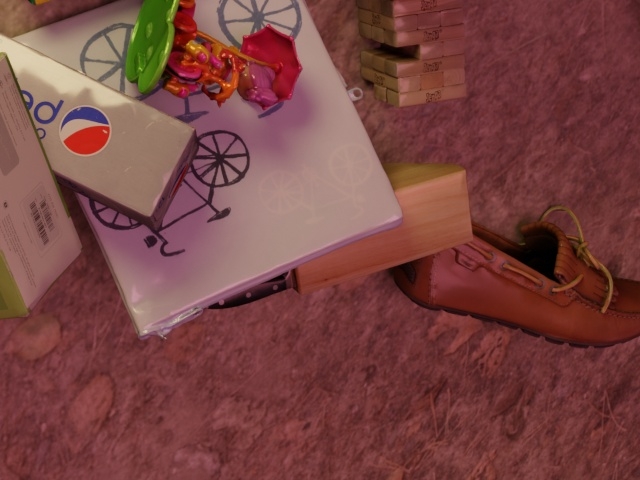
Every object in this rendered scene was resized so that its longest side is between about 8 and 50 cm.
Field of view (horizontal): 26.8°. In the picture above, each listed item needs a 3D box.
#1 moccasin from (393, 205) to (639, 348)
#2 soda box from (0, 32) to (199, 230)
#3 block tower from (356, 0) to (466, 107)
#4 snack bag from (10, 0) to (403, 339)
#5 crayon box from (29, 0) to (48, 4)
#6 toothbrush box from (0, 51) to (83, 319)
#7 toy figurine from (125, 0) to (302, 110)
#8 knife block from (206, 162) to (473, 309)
[{"bbox_3d":[0.273,0.035,1.668,0.380,0.139,0.147,16,108,-21],"label":"moccasin"},{"bbox_3d":[-0.262,-0.117,1.267,0.286,0.091,0.098,25,82,1],"label":"soda box"},{"bbox_3d":[0.095,-0.321,1.468,0.097,0.091,0.335,-12,111,-24],"label":"block tower"},{"bbox_3d":[-0.107,-0.108,1.372,0.323,0.037,0.342,-24,84,-19],"label":"snack bag"},{"bbox_3d":[-0.176,-0.352,1.291,0.278,0.081,0.165,-22,138,-19],"label":"crayon box"},{"bbox_3d":[-0.388,-0.036,1.206,0.283,0.122,0.206,-7,117,21],"label":"toothbrush box"},{"bbox_3d":[-0.091,-0.176,1.306,0.159,0.173,0.130,20,121,-22],"label":"toy figurine"},{"bbox_3d":[0.000,0.000,1.436,0.242,0.275,0.088,-48,135,-55],"label":"knife block"}]
